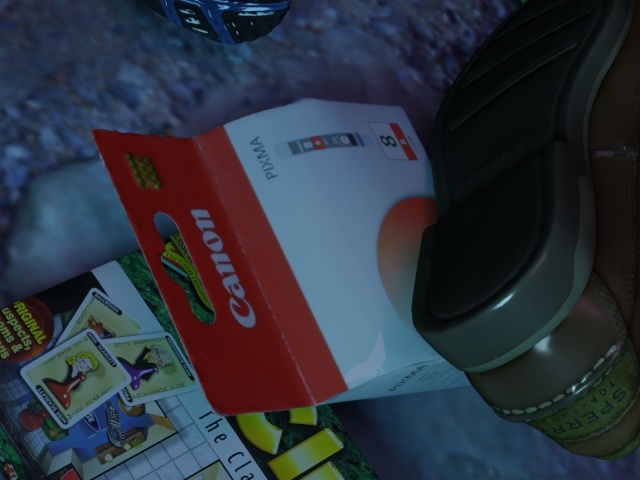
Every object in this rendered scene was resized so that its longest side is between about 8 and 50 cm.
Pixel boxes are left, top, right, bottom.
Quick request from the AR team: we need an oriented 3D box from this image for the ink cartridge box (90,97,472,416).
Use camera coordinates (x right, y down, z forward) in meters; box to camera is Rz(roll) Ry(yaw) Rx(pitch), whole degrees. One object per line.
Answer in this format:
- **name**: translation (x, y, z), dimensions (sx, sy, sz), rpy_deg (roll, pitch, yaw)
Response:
- **ink cartridge box**: translation (0.000, 0.000, 0.638), dimensions (0.179, 0.045, 0.145), rpy_deg (2, 55, -50)

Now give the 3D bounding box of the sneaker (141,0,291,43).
- **sneaker**: translation (-0.106, -0.175, 0.720), dimensions (0.211, 0.080, 0.081), rpy_deg (33, 31, -9)

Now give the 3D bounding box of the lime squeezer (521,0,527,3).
- **lime squeezer**: translation (0.144, -0.062, 0.781), dimensions (0.109, 0.059, 0.310), rpy_deg (16, 53, -19)

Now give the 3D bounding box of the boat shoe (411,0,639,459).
- **boat shoe**: translation (0.119, -0.023, 0.679), dimensions (0.104, 0.110, 0.307), rpy_deg (44, 40, -19)

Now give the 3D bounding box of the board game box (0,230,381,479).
- **board game box**: translation (-0.032, 0.121, 0.576), dimensions (0.136, 0.030, 0.260), rpy_deg (-25, 73, -41)
